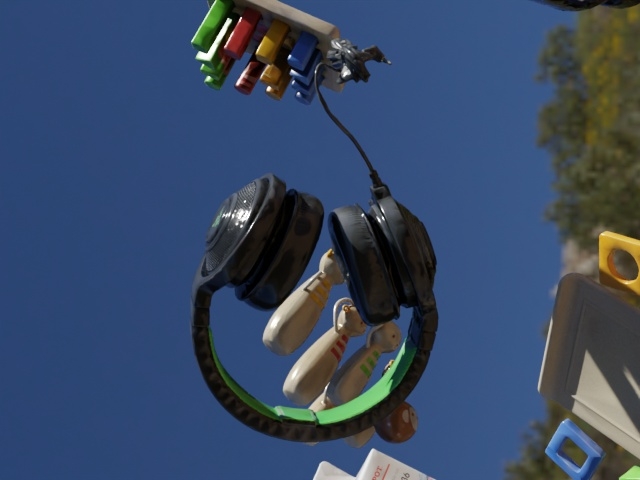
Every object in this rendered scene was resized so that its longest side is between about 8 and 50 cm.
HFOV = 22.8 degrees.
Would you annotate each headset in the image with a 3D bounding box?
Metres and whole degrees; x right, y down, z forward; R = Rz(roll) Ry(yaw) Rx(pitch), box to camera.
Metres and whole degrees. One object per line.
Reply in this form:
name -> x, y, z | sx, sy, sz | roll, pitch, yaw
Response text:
headset -> 0.000, 0.000, 1.582 | 0.185, 0.243, 0.394 | -119, 37, -73

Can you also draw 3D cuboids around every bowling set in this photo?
bowling set -> 0.062, 0.167, 1.972 | 0.154, 0.200, 0.287 | -51, -28, -25

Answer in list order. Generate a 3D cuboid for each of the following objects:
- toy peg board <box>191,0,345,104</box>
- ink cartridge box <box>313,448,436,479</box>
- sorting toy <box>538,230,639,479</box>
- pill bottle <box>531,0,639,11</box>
toy peg board -> -0.064, -0.203, 1.761 | 0.079, 0.161, 0.161 | -62, -11, -13
ink cartridge box -> 0.079, 0.300, 1.652 | 0.067, 0.198, 0.115 | 114, -178, -48
sorting toy -> 0.343, 0.143, 1.758 | 0.047, 0.196, 0.347 | -28, -43, -38
pill bottle -> 0.180, -0.250, 1.260 | 0.219, 0.123, 0.122 | 7, -94, -43
